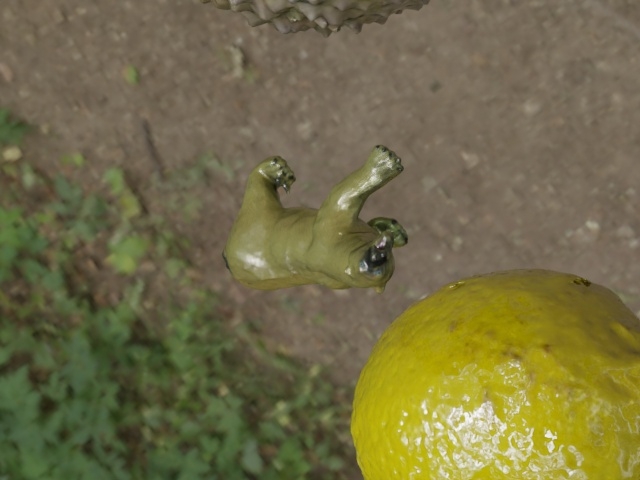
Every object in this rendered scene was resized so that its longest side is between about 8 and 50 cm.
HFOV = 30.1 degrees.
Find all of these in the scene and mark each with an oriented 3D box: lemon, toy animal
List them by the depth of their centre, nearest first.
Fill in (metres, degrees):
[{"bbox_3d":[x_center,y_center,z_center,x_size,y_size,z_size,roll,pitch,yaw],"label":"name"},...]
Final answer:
[{"bbox_3d":[0.000,0.000,0.906,0.219,0.101,0.103,0,132,47],"label":"toy animal"},{"bbox_3d":[0.165,0.149,1.004,0.310,0.253,0.253,-25,100,42],"label":"lemon"}]

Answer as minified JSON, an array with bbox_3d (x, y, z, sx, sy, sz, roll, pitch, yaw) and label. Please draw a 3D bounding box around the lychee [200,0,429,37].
[{"bbox_3d":[-0.016,-0.353,0.910,0.380,0.380,0.432,40,-165,30],"label":"lychee"}]
